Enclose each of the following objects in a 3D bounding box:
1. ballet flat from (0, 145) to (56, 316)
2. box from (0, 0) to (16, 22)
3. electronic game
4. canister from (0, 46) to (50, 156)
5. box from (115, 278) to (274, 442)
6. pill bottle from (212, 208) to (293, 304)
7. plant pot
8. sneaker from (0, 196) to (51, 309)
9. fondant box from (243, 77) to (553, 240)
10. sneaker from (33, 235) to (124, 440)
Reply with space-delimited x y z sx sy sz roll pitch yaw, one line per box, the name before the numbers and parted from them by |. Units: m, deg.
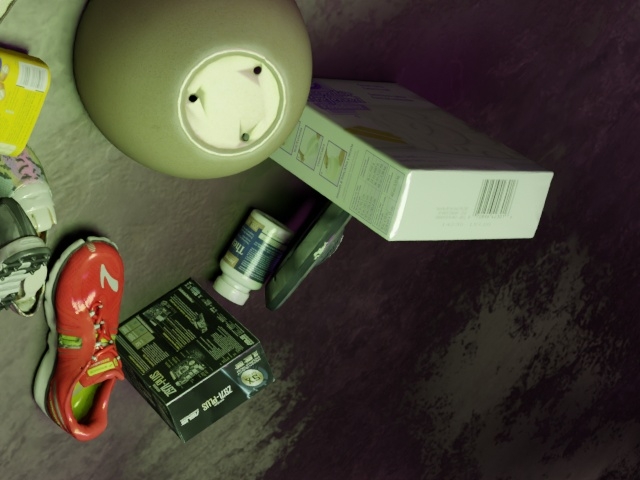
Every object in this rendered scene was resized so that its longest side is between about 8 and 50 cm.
ballet flat | -0.350 -0.007 1.800 0.077 0.079 0.221 -14 124 -33
box | -0.384 -0.270 1.462 0.143 0.191 0.381 31 96 -35
electronic game | 0.000 0.000 2.009 0.048 0.229 0.229 37 91 -2
canister | -0.397 -0.165 1.670 0.170 0.073 0.126 13 108 -43
box | -0.172 0.154 1.966 0.147 0.180 0.077 -34 132 -17
pill bottle | -0.094 0.024 2.028 0.067 0.067 0.120 27 98 -44
plant pot | -0.127 -0.185 1.735 0.284 0.191 0.284 -8 116 -17
sneaker | -0.392 0.022 1.756 0.078 0.106 0.234 -11 161 -41
fondant box | 0.092 -0.108 1.905 0.238 0.330 0.096 -1 114 -37
sneaker | -0.284 0.128 1.907 0.107 0.118 0.279 -9 121 -35
